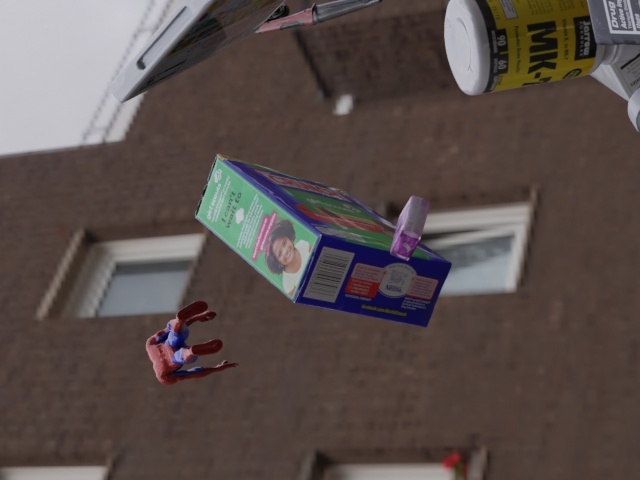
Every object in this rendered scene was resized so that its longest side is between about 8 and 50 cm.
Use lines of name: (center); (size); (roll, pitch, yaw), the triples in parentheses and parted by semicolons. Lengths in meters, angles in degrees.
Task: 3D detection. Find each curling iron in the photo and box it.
curling iron: (-0.012, -0.388, 2.473); (0.035, 0.274, 0.068); (22, -108, -47)

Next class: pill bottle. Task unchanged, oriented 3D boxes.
pill bottle: (0.260, -0.243, 1.731); (0.119, 0.208, 0.119); (169, 90, -79)

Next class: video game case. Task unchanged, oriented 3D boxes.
video game case: (-0.084, -0.234, 1.460); (0.026, 0.206, 0.227); (52, -136, 2)

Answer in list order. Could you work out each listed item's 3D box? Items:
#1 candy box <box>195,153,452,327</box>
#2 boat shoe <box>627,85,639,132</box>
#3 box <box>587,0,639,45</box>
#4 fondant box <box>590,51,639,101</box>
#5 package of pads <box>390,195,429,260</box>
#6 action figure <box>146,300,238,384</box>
candy box: (0.000, 0.000, 2.277); (0.268, 0.317, 0.122); (13, -75, -39)
boat shoe: (0.484, -0.216, 1.734); (0.113, 0.306, 0.105); (72, 171, -50)
box: (0.360, -0.320, 1.214); (0.183, 0.294, 0.296); (-31, -64, -31)
fondant box: (0.344, -0.373, 2.064); (0.330, 0.096, 0.238); (53, 180, -30)
package of pads: (0.120, -0.018, 1.990); (0.083, 0.032, 0.050); (-71, 5, -51)
action figure: (-0.177, 0.150, 2.207); (0.139, 0.280, 0.091); (-17, -99, -24)
